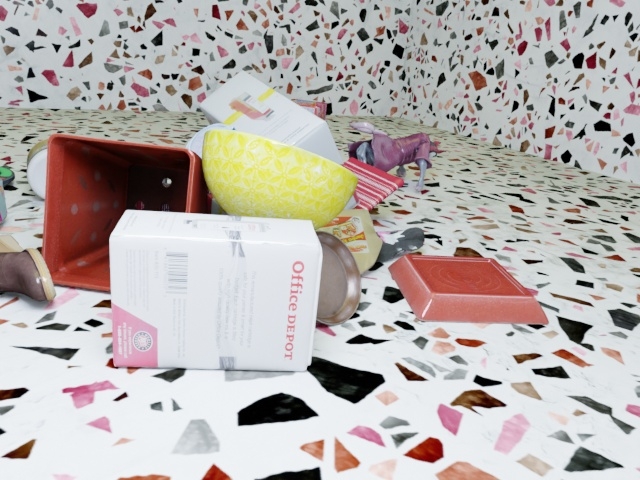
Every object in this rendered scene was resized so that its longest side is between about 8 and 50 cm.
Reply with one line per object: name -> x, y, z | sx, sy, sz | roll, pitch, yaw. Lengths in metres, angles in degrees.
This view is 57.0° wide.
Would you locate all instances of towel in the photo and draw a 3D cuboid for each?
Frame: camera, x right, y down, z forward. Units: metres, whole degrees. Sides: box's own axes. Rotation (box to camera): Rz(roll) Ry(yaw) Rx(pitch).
towel -> 0.068, -0.121, 1.580 | 0.275, 0.031, 0.199 | -38, 48, -27

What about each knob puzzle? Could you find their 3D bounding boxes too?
knob puzzle -> 0.039, 0.013, 1.268 | 0.213, 0.030, 0.213 | 6, 49, -7

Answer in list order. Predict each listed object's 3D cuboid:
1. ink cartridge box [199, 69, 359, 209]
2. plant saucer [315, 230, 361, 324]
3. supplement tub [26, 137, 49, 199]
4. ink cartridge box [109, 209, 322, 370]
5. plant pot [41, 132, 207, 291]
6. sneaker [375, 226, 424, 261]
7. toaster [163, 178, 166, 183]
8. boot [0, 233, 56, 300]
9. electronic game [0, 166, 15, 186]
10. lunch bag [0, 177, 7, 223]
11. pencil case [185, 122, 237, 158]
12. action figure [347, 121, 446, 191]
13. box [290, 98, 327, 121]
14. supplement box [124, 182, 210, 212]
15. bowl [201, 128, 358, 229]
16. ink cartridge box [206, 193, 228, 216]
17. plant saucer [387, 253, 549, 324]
ink cartridge box -> -0.107, -0.223, 1.490 | 0.160, 0.279, 0.384 | -40, 47, -9
plant saucer -> 0.005, 0.067, 1.043 | 0.168, 0.169, 0.029 | -15, -5, -45
supplement tub -> -0.706, -0.194, 1.578 | 0.144, 0.144, 0.199 | -4, 22, -25
ink cartridge box -> -0.151, 0.075, 0.865 | 0.282, 0.207, 0.117 | 3, 21, -8
plant pot -> -0.343, -0.054, 1.142 | 0.267, 0.267, 0.236 | 8, 8, 7
sneaker -> 0.151, 0.012, 1.370 | 0.178, 0.072, 0.077 | -5, -1, -23
toaster -> -0.495, -0.158, 1.566 | 0.226, 0.129, 0.146 | 3, 23, -14
boot -> -0.579, 0.075, 0.981 | 0.248, 0.090, 0.206 | 24, 38, 39
electronic game -> -0.954, -0.172, 1.594 | 0.229, 0.048, 0.229 | 5, 19, -2
lunch bag -> -0.798, -0.062, 1.231 | 0.224, 0.108, 0.279 | -5, 19, -13
pencil case -> -0.205, -0.143, 1.381 | 0.124, 0.273, 0.113 | -39, 47, -14
action figure -> 0.260, -0.312, 2.030 | 0.370, 0.276, 0.248 | -18, 21, -20
box -> -0.062, -0.343, 2.008 | 0.128, 0.257, 0.122 | 10, 22, 14
supplement box -> -0.372, -0.062, 1.313 | 0.239, 0.130, 0.073 | 7, 19, 1
bowl -> -0.090, -0.077, 1.066 | 0.289, 0.156, 0.289 | 16, -2, 1
ink cartridge box -> -0.157, -0.020, 1.254 | 0.128, 0.127, 0.176 | -4, 20, -26
plant saucer -> 0.290, 0.088, 1.194 | 0.259, 0.048, 0.258 | 3, 19, -8
